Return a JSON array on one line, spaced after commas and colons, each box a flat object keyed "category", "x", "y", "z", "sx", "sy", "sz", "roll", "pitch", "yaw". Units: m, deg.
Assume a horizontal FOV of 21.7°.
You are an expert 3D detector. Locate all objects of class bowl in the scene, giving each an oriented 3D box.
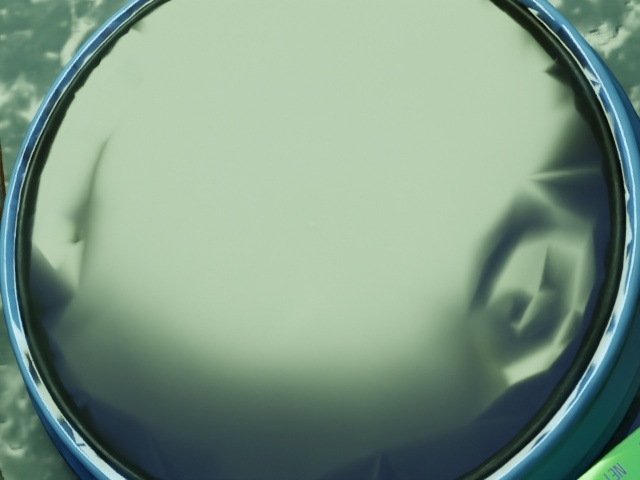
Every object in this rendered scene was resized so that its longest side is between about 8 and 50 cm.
[{"category": "bowl", "x": 0.000, "y": 0.000, "z": 0.955, "sx": 0.391, "sy": 0.077, "sz": 0.391, "roll": -3, "pitch": 72, "yaw": 10}]

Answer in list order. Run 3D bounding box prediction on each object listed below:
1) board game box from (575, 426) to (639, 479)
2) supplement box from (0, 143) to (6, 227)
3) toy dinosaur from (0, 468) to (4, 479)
[{"category": "board game box", "x": 0.243, "y": 0.233, "z": 0.826, "sx": 0.242, "sy": 0.064, "sz": 0.316, "roll": -40, "pitch": 65, "yaw": -3}, {"category": "supplement box", "x": -0.261, "y": 0.021, "z": 0.970, "sx": 0.080, "sy": 0.078, "sz": 0.233, "roll": 11, "pitch": 43, "yaw": 8}, {"category": "toy dinosaur", "x": -0.142, "y": 0.213, "z": 0.932, "sx": 0.268, "sy": 0.064, "sz": 0.118, "roll": 26, "pitch": 77, "yaw": 21}]
